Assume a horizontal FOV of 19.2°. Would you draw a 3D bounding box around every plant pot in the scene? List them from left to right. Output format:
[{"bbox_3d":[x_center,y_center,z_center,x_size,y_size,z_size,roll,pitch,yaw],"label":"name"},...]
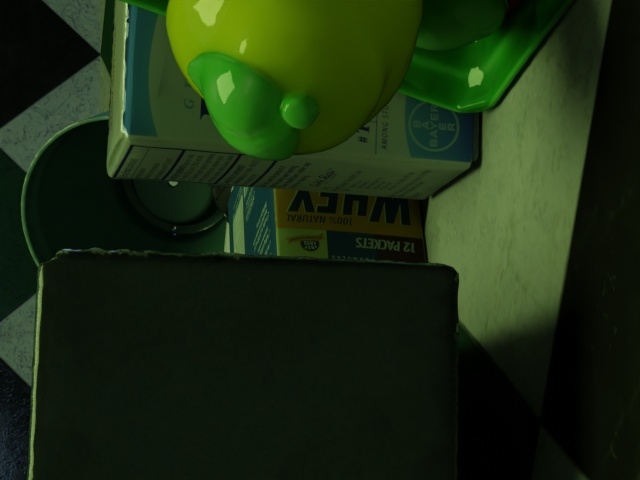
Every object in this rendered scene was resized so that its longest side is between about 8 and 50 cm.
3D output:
[{"bbox_3d":[-0.220,-0.053,2.497,0.196,0.293,0.293,-51,-27,-63],"label":"plant pot"}]

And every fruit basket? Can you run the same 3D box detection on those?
[{"bbox_3d":[-0.012,-0.183,1.346,0.283,0.392,0.392,124,148,-64],"label":"fruit basket"}]

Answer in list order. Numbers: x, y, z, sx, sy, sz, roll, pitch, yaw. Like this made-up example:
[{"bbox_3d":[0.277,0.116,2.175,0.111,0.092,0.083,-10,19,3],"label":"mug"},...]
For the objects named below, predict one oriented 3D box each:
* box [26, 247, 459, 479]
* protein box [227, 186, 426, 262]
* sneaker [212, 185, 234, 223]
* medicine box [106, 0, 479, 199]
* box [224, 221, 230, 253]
[{"bbox_3d":[-0.061,0.289,1.417,0.472,0.297,0.480,94,178,-78],"label":"box"},{"bbox_3d":[0.000,0.000,1.746,0.200,0.136,0.201,113,157,-54],"label":"protein box"},{"bbox_3d":[-0.066,0.021,2.069,0.153,0.101,0.268,-124,44,-53],"label":"sneaker"},{"bbox_3d":[-0.025,-0.183,1.570,0.149,0.289,0.263,145,128,-74],"label":"medicine box"},{"bbox_3d":[-0.076,-0.023,2.247,0.067,0.063,0.324,-149,64,-74],"label":"box"}]
